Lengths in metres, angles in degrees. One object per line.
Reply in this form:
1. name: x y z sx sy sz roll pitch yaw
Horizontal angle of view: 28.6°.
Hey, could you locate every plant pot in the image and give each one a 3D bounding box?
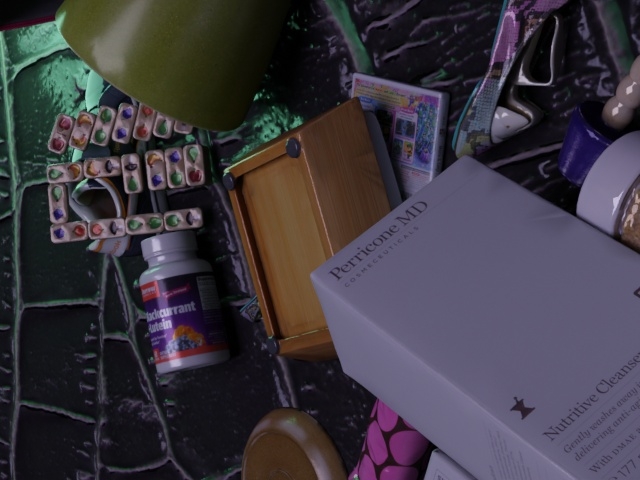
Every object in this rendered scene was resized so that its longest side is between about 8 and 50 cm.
1. plant pot: -0.041 0.345 1.706 0.236 0.032 0.236 12 105 51
2. plant pot: -0.138 -0.334 1.569 0.293 0.275 0.275 -54 53 22

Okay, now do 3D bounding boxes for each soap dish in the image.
1. soap dish: 0.000 0.000 1.508 0.229 0.118 0.290 -19 86 55

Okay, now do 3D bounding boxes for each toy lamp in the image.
1. toy lamp: 0.305 -0.161 1.153 0.080 0.080 0.274 55 134 31

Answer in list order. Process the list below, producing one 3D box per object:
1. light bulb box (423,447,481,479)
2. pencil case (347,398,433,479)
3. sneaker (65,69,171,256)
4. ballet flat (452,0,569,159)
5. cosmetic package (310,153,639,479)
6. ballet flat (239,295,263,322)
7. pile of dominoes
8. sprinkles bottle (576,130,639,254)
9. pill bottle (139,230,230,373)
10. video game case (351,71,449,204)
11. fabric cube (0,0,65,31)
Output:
1. light bulb box: 0.251 0.415 1.193 0.358 0.225 0.361 37 124 41
2. pencil case: 0.082 0.245 1.487 0.098 0.095 0.209 28 120 25
3. sneaker: -0.324 -0.130 1.914 0.126 0.127 0.321 -33 68 50
4. ballet flat: 0.202 -0.167 1.295 0.079 0.077 0.221 31 120 23
5. cosmetic package: 0.196 0.105 1.120 0.385 0.217 0.156 35 155 39
6. ballet flat: -0.069 0.076 1.699 0.114 0.041 0.041 -51 57 43
7. pile of dominoes: -0.284 -0.104 1.809 0.251 0.040 0.196 -7 88 11
8. sprinkles bottle: 0.381 0.025 1.050 0.355 0.121 0.121 35 122 43
9. pill bottle: -0.200 0.088 1.801 0.108 0.108 0.193 -21 79 51
10. video game case: 0.087 -0.116 1.481 0.157 0.019 0.143 22 112 49
11. fabric cube: -0.378 -0.483 1.761 0.259 0.254 0.258 118 137 -70
